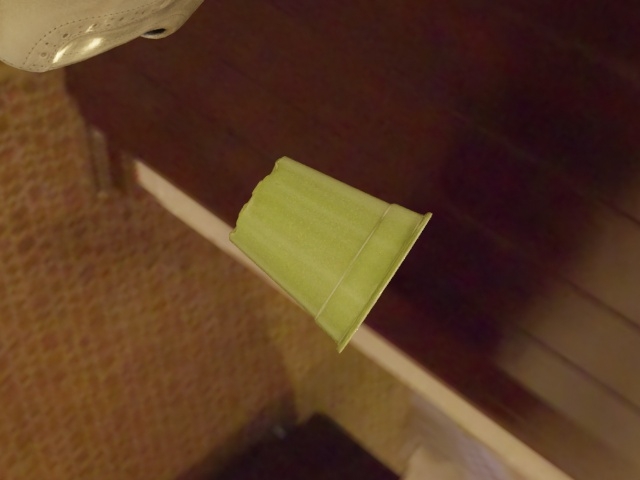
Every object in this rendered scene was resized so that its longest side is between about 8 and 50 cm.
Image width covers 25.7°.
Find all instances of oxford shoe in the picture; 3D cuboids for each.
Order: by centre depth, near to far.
[{"bbox_3d":[-0.077,-0.171,0.658,0.130,0.123,0.348,-59,178,23],"label":"oxford shoe"}]

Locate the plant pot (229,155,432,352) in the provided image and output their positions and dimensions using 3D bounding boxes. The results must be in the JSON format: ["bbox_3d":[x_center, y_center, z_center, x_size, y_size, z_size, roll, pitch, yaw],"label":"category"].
[{"bbox_3d":[0.000,0.000,0.697,0.083,0.079,0.083,-56,177,-5],"label":"plant pot"}]
